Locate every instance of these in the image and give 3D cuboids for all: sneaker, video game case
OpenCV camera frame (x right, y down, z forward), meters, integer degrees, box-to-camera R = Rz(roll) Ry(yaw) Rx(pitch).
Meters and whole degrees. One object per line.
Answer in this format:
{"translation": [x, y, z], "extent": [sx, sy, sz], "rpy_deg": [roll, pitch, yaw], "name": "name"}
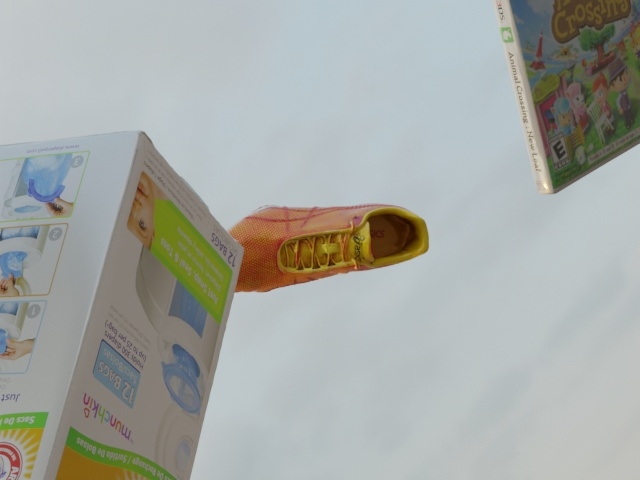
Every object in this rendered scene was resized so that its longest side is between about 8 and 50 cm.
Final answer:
{"translation": [0.000, 0.000, 1.277], "extent": [0.175, 0.064, 0.067], "rpy_deg": [-14, 9, -27], "name": "sneaker"}
{"translation": [0.226, -0.164, 1.397], "extent": [0.212, 0.023, 0.193], "rpy_deg": [-28, -69, -38], "name": "video game case"}

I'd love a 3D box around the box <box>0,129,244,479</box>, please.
{"translation": [-0.124, 0.065, 0.819], "extent": [0.114, 0.103, 0.203], "rpy_deg": [52, -138, -49], "name": "box"}
